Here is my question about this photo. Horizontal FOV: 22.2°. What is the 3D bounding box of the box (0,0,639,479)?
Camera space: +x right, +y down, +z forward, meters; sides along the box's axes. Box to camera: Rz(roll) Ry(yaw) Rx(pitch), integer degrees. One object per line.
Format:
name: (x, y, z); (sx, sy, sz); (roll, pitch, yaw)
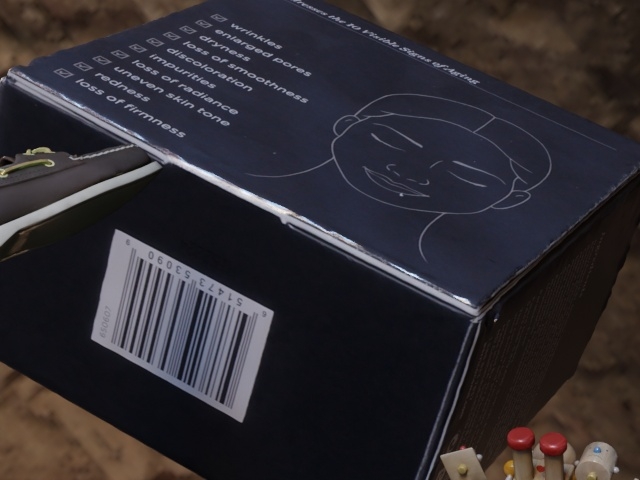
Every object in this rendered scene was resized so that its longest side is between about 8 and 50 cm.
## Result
box: (0.000, 0.000, 1.563); (0.480, 0.472, 0.297); (27, -60, 19)

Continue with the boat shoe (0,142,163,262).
boat shoe: (-0.210, -0.030, 1.153); (0.069, 0.227, 0.081); (55, -42, 7)

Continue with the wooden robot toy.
wooden robot toy: (0.186, 0.172, 1.269); (0.173, 0.079, 0.076); (8, -64, 21)
